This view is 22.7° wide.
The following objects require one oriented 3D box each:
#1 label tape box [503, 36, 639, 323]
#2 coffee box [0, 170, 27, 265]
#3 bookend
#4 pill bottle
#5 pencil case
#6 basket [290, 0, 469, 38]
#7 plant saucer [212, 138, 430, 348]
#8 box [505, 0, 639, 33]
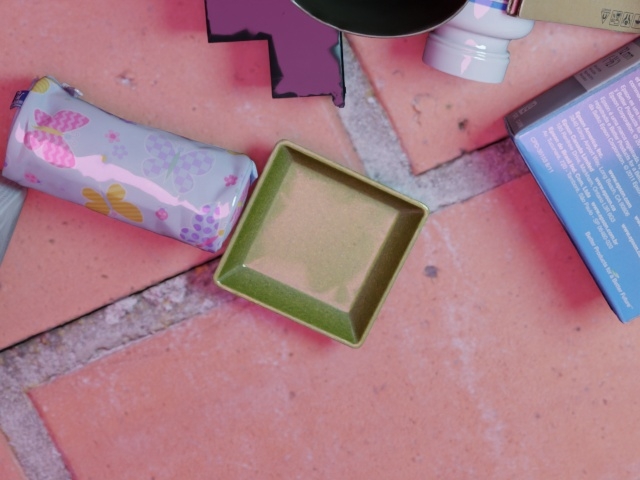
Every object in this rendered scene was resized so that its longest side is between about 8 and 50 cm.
[{"bbox_3d":[0.410,-0.107,1.723,0.348,0.115,0.249,-31,103,6],"label":"label tape box"},{"bbox_3d":[-0.547,0.060,1.675,0.334,0.338,0.337,22,105,-4],"label":"coffee box"},{"bbox_3d":[-0.054,-0.222,1.720,0.156,0.072,0.157,-4,107,3],"label":"bookend"},{"bbox_3d":[0.177,-0.284,1.670,0.124,0.124,0.221,14,107,-3],"label":"pill bottle"},{"bbox_3d":[-0.211,-0.082,1.744,0.273,0.124,0.113,22,142,-4],"label":"pencil case"},{"bbox_3d":[0.054,-0.320,1.597,0.204,0.227,0.154,13,120,-5],"label":"basket"},{"bbox_3d":[0.000,0.000,1.796,0.188,0.045,0.188,25,105,-6],"label":"plant saucer"},{"bbox_3d":[0.288,-0.302,1.651,0.201,0.021,0.164,0,111,-40],"label":"box"}]
